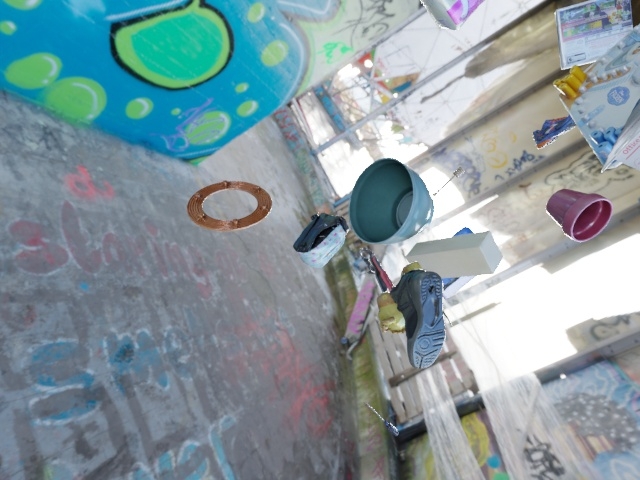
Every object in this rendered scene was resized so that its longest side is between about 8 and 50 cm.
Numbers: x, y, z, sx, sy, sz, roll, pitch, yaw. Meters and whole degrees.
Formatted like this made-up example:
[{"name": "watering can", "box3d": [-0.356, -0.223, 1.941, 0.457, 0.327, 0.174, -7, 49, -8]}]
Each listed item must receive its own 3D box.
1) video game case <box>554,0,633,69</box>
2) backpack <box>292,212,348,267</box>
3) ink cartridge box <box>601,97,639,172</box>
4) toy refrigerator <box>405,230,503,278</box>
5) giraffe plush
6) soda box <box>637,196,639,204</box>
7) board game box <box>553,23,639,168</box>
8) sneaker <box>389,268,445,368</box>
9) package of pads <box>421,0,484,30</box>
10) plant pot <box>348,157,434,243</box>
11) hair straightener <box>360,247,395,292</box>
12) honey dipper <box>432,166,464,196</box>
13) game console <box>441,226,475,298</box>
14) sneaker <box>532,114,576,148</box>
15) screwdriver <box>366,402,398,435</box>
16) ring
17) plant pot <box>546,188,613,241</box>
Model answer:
[{"name": "video game case", "box3d": [0.857, -0.655, 1.271, 0.023, 0.202, 0.183, -37, 117, -72]}, {"name": "backpack", "box3d": [0.000, 0.000, 1.365, 0.152, 0.182, 0.115, 11, -36, 52]}, {"name": "ink cartridge box", "box3d": [0.498, -0.175, 0.595, 0.062, 0.181, 0.104, 33, -21, 18]}, {"name": "toy refrigerator", "box3d": [0.412, 0.049, 1.268, 0.094, 0.270, 0.102, -44, 108, -35]}, {"name": "giraffe plush", "box3d": [0.232, 0.184, 1.123, 0.210, 0.171, 0.181, -115, -179, -48]}, {"name": "soda box", "box3d": [0.948, -0.134, 1.073, 0.183, 0.063, 0.058, 108, -16, -63]}, {"name": "board game box", "box3d": [0.671, -0.372, 0.784, 0.050, 0.390, 0.389, 34, 40, -13]}, {"name": "sneaker", "box3d": [0.223, 0.175, 0.948, 0.130, 0.087, 0.227, -161, -113, -74]}, {"name": "package of pads", "box3d": [0.294, -0.607, 0.783, 0.229, 0.296, 0.101, 30, 24, -36]}, {"name": "plant pot", "box3d": [0.266, -0.117, 1.402, 0.197, 0.293, 0.292, 12, 44, -38]}, {"name": "hair straightener", "box3d": [0.220, 0.128, 1.691, 0.230, 0.089, 0.047, 55, 48, -16]}, {"name": "honey dipper", "box3d": [0.520, -0.236, 1.659, 0.030, 0.161, 0.030, 46, 2, -2]}, {"name": "game console", "box3d": [0.637, 0.112, 1.912, 0.250, 0.293, 0.173, 50, 6, 3]}, {"name": "sneaker", "box3d": [0.943, -0.460, 1.633, 0.087, 0.083, 0.221, 61, -30, 11]}, {"name": "screwdriver", "box3d": [0.222, 0.635, 1.452, 0.169, 0.025, 0.024, 52, -6, -8]}, {"name": "ring", "box3d": [-0.363, -0.152, 1.626, 0.336, 0.337, 0.032, -103, -167, -49]}, {"name": "plant pot", "box3d": [1.064, -0.123, 1.697, 0.201, 0.201, 0.180, 49, 7, -35]}]
